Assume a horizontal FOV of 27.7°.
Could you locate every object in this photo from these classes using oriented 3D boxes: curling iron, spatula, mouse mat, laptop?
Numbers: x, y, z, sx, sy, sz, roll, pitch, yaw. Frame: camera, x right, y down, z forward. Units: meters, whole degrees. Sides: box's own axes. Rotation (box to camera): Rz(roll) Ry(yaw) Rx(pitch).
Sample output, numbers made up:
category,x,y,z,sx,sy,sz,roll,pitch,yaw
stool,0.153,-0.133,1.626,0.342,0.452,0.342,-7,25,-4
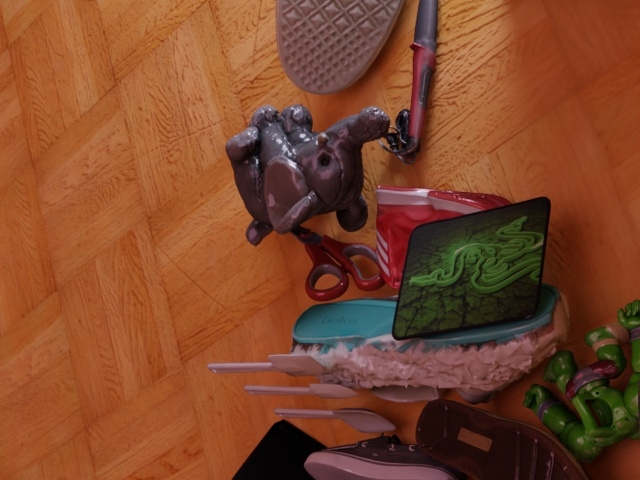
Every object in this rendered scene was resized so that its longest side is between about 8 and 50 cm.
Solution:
category,x,y,z,sx,sy,sz,roll,pitch,yaw
curling iron,0.120,-0.234,1.647,0.068,0.035,0.274,8,88,45
spatula,-0.030,0.194,1.634,0.242,0.168,0.019,-10,49,52
mouse mat,0.163,0.032,1.424,0.190,0.007,0.152,-13,52,37
laptop,-0.028,0.412,1.694,0.234,0.136,0.264,26,127,44

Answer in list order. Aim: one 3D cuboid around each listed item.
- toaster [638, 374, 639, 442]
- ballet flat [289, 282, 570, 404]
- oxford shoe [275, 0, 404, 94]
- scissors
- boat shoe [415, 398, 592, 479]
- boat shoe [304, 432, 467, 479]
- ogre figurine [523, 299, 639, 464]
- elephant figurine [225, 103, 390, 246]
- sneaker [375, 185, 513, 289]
category,x,y,z,sx,sy,sz,roll,pitch,yaw
toaster,0.390,0.208,1.224,0.129,0.146,0.227,-15,71,43
ballet flat,0.138,0.127,1.514,0.409,0.147,0.147,-5,79,47
oxford shoe,0.043,-0.413,1.701,0.130,0.169,0.449,-98,17,-79
scissors,0.000,0.000,1.726,0.297,0.109,0.021,-125,15,-58
boat shoe,0.218,0.240,1.408,0.257,0.095,0.095,30,97,52
boat shoe,0.083,0.268,1.570,0.228,0.080,0.076,-5,42,44
ogre figurine,0.294,0.160,1.366,0.197,0.097,0.118,-31,50,24
elephant figurine,-0.008,-0.076,1.631,0.169,0.186,0.239,-39,35,-16
sneaker,0.147,0.004,1.560,0.221,0.087,0.128,12,100,57
